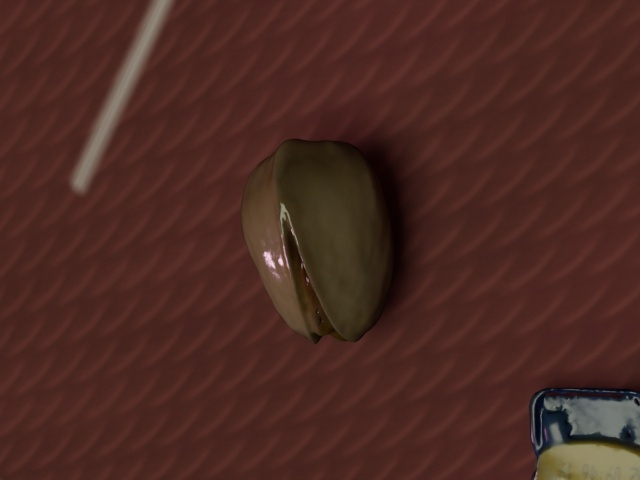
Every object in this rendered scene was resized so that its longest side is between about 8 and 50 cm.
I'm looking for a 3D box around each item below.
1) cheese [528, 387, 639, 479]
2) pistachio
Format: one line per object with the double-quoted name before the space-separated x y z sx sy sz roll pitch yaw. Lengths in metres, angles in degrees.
"cheese" 0.187 0.234 1.181 0.177 0.069 0.270 -1 94 26
"pistachio" 0.000 0.000 1.219 0.113 0.113 0.149 -12 97 28
